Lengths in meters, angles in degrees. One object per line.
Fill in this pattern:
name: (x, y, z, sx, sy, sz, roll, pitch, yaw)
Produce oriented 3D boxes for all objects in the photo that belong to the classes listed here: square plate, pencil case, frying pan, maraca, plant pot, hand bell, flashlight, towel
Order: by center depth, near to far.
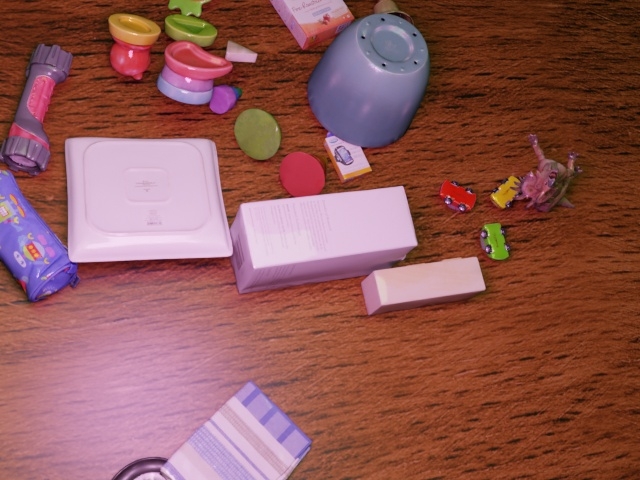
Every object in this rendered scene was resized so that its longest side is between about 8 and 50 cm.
frying pan: (-0.279, 0.548, 1.546, 0.326, 0.053, 0.197, 9, 69, -9)
towel: (-0.170, 0.455, 1.589, 0.209, 0.034, 0.285, 44, 54, 4)
pencil case: (-0.636, -0.017, 1.605, 0.133, 0.119, 0.306, -38, 84, -7)
square plate: (-0.386, -0.109, 1.698, 0.347, 0.049, 0.344, -2, 55, -18)
flashlight: (-0.634, -0.302, 1.722, 0.103, 0.103, 0.304, 26, 62, -34)
plant pot: (0.138, -0.415, 1.886, 0.293, 0.235, 0.292, 7, 64, -15)
maraca: (-0.318, -0.658, 1.942, 0.127, 0.099, 0.185, 33, 92, 0)
hand bell: (0.168, -0.664, 2.089, 0.126, 0.126, 0.242, -1, 58, -16)

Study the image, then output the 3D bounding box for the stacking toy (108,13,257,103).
stacking toy: (-0.335, -0.429, 1.835, 0.309, 0.130, 0.280, 35, 35, 22)

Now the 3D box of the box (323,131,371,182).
box: (0.065, -0.219, 1.925, 0.081, 0.028, 0.136, -19, 74, -21)

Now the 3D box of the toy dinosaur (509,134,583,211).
toy dinosaur: (0.578, -0.133, 1.957, 0.127, 0.295, 0.200, 13, 67, 31)

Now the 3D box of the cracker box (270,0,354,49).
cracker box: (-0.039, -0.641, 2.025, 0.156, 0.067, 0.232, -29, 80, -23)

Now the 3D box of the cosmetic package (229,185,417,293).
cosmetic package: (0.000, 0.000, 1.727, 0.385, 0.217, 0.156, -8, 74, -20)

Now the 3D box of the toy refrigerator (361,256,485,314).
toy refrigerator: (0.244, 0.105, 1.817, 0.270, 0.102, 0.094, -7, 73, -17)

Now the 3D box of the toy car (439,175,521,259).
toy car: (0.425, -0.051, 1.950, 0.239, 0.053, 0.224, -5, 73, -17)

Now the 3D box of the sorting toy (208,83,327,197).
sorting toy: (-0.109, -0.260, 1.869, 0.365, 0.127, 0.126, 43, 36, 5)
